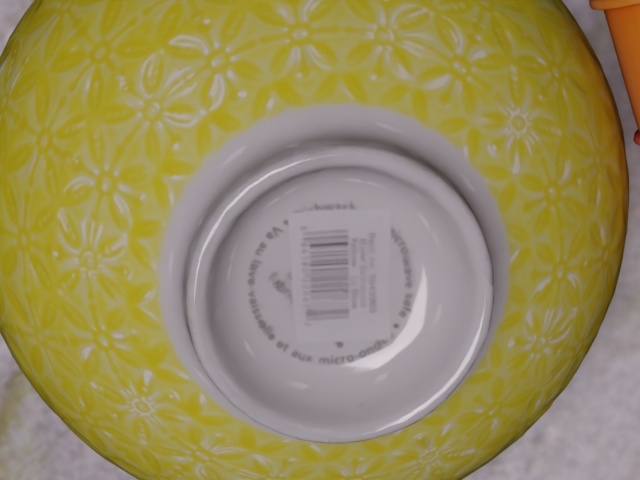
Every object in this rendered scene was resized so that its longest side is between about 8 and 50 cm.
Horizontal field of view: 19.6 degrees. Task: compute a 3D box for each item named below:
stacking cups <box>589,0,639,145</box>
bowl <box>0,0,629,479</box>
[{"bbox_3d":[0.143,-0.142,0.773,0.096,0.096,0.316,-14,104,15],"label":"stacking cups"},{"bbox_3d":[0.000,0.000,0.749,0.289,0.156,0.289,-2,105,-7],"label":"bowl"}]
